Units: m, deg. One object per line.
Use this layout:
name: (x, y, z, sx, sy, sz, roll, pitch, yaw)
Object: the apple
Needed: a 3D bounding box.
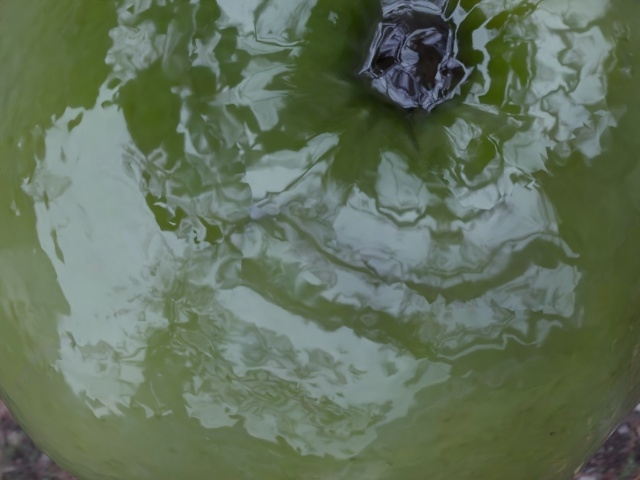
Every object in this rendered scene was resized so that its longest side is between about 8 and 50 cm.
apple: (0.000, 0.000, 0.628, 0.311, 0.320, 0.360, 56, 159, 14)
